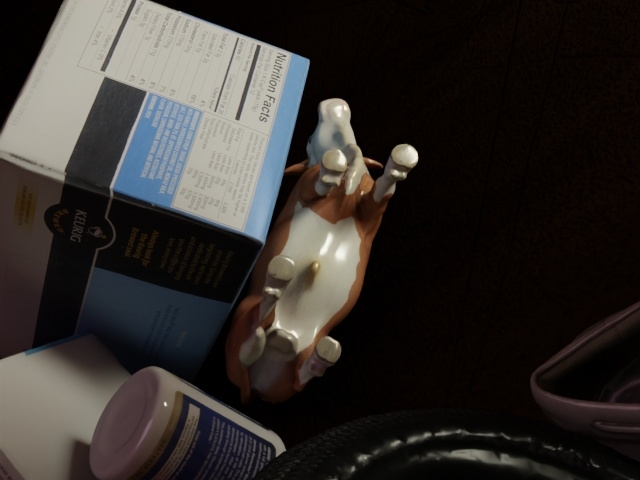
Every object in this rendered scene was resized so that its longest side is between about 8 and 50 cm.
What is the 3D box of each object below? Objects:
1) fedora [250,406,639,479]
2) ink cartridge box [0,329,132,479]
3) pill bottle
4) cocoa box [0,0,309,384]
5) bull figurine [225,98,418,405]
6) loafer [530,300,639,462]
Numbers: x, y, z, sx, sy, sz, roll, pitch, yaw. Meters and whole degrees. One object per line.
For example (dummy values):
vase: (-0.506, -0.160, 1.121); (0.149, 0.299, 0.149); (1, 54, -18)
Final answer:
fedora: (0.091, 0.226, 0.411); (0.334, 0.334, 0.152); (-109, 29, -56)
ink cartridge box: (-0.271, 0.251, 0.859); (0.270, 0.197, 0.198); (-46, -11, 20)
pill bottle: (-0.086, 0.176, 0.774); (0.094, 0.169, 0.094); (-38, 32, 29)
cocoa box: (-0.180, -0.027, 0.960); (0.347, 0.228, 0.231); (121, 165, -52)
bull figurine: (0.000, 0.000, 0.886); (0.188, 0.101, 0.310); (128, 161, -71)
loafer: (0.250, 0.039, 0.478); (0.319, 0.111, 0.112); (-35, 34, 31)
